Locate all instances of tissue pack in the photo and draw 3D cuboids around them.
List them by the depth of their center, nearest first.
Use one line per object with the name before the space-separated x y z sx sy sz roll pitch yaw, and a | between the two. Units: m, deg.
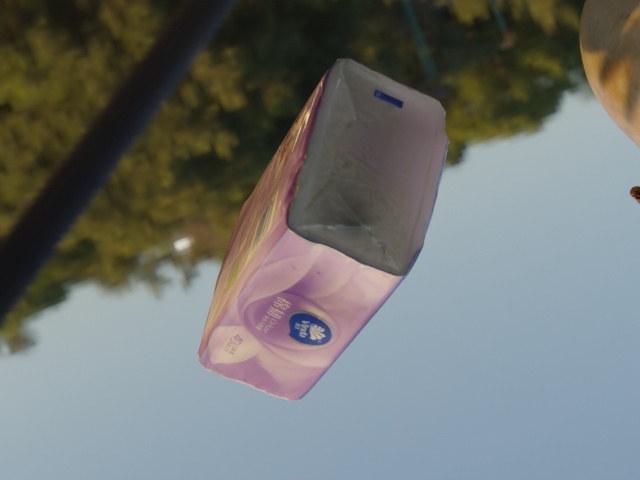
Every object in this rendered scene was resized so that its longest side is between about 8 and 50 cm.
tissue pack | 0.000 0.000 2.014 0.338 0.160 0.242 125 -14 -56

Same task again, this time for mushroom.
mushroom | 0.417 -0.199 1.835 0.290 0.297 0.297 -45 -179 12

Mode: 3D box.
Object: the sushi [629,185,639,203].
sushi | 0.234 0.004 1.196 0.047 0.099 0.050 -21 163 -3
